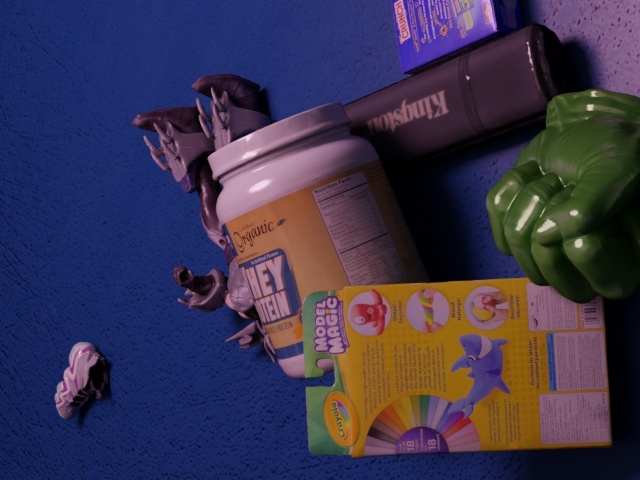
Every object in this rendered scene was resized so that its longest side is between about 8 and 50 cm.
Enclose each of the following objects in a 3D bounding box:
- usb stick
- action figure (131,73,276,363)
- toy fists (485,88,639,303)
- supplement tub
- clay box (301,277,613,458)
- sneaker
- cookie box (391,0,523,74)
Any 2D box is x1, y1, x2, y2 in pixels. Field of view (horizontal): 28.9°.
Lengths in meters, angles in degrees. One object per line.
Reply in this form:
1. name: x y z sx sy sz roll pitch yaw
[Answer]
1. usb stick: 0.092 -0.105 1.042 0.278 0.045 0.077 -18 89 46
2. action figure: -0.080 -0.012 1.196 0.185 0.099 0.285 -34 67 35
3. toy fists: 0.230 -0.027 0.820 0.279 0.096 0.142 5 67 47
4. supplement tub: 0.000 0.000 1.034 0.144 0.144 0.200 -23 90 45
5. clay box: 0.100 0.094 0.928 0.222 0.053 0.128 -3 85 5
6. sneaker: -0.272 0.173 1.437 0.069 0.038 0.098 30 111 45
7. cookie box: 0.111 -0.196 1.032 0.107 0.040 0.092 -17 76 46
